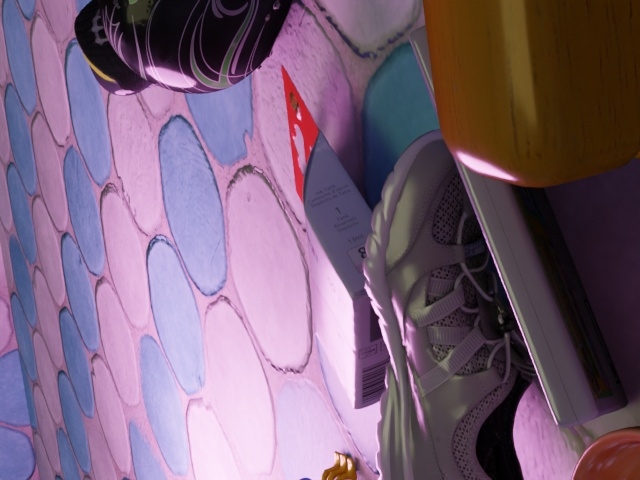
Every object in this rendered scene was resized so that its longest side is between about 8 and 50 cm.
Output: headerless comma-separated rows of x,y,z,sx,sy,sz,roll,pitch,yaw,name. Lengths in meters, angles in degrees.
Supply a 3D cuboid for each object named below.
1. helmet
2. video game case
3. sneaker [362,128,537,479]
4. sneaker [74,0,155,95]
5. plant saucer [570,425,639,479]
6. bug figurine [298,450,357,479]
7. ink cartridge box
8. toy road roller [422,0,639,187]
-0.113,-0.210,1.035,0.169,0.169,0.161,61,140,32,helmet
0.116,-0.002,0.653,0.193,0.023,0.212,18,-129,-70,video game case
0.105,0.060,0.805,0.115,0.105,0.281,9,113,35,sneaker
-0.188,-0.212,1.233,0.300,0.111,0.121,-99,-5,-61,sneaker
0.217,0.201,0.667,0.200,0.037,0.200,44,141,50,plant saucer
0.038,0.351,1.103,0.216,0.072,0.279,-5,98,66,bug figurine
0.000,0.000,0.971,0.232,0.066,0.189,56,164,30,ink cartridge box
0.118,-0.122,0.457,0.329,0.240,0.203,21,121,62,toy road roller
